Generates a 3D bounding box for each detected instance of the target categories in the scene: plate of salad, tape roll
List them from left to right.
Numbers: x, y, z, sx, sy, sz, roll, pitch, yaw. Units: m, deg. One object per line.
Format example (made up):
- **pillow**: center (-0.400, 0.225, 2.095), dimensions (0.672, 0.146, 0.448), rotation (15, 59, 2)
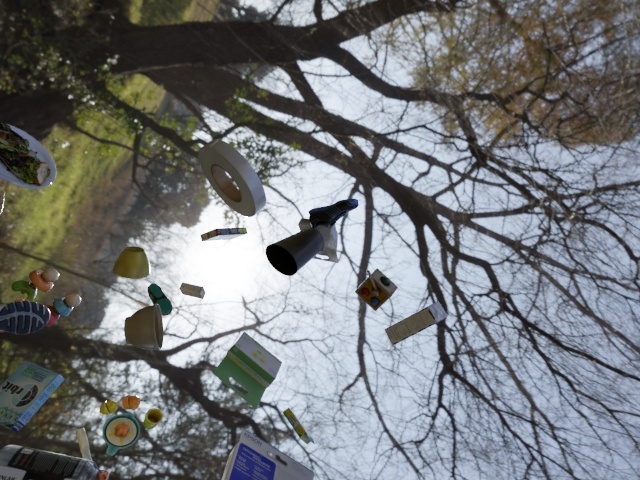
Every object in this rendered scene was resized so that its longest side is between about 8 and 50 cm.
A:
- **plate of salad**: center (-0.763, -0.221, 1.030), dimensions (0.048, 0.200, 0.199), rotation (-31, -140, 18)
- **tape roll**: center (-0.410, -0.281, 1.884), dimensions (0.072, 0.391, 0.392), rotation (-43, -158, -25)

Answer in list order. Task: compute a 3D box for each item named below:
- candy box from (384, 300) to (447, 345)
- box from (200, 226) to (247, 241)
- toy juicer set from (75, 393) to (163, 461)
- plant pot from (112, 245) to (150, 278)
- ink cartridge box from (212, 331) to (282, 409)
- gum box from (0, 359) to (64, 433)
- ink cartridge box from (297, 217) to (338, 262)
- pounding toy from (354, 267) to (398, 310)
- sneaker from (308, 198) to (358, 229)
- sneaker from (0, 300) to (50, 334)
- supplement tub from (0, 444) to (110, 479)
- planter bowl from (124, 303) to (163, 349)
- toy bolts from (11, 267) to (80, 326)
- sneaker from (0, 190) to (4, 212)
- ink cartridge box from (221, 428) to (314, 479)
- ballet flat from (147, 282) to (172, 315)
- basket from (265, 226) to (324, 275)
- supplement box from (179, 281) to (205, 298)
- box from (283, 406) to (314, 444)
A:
- **candy box**: center (0.364, 0.313, 1.549), dimensions (0.196, 0.165, 0.070), rotation (-36, -107, 25)
- **box**: center (-0.464, -0.031, 1.972), dimensions (0.114, 0.207, 0.036), rotation (-17, -96, 31)
- **toy juicer set**: center (-0.793, 0.710, 1.568), dimensions (0.089, 0.209, 0.329), rotation (-54, 167, 28)
- **plant pot**: center (-0.723, 0.077, 1.576), dimensions (0.134, 0.135, 0.095), rotation (40, -62, 59)
- **ink cartridge box**: center (-0.218, 0.392, 1.264), dimensions (0.056, 0.171, 0.235), rotation (-50, -179, 8)
- **gum box**: center (-0.942, 0.486, 1.283), dimensions (0.157, 0.041, 0.184), rotation (13, -133, 18)
- **ink cartridge box**: center (0.000, 0.000, 2.044), dimensions (0.189, 0.232, 0.066), rotation (9, -131, 26)
- **pounding toy**: center (0.208, 0.178, 1.547), dimensions (0.100, 0.130, 0.141), rotation (-37, 168, -52)
- **sneaker**: center (0.063, -0.114, 1.803), dimensions (0.233, 0.081, 0.090), rotation (-16, -110, 10)
- **sneaker**: center (-0.762, 0.181, 0.964), dimensions (0.094, 0.209, 0.081), rotation (0, -94, 36)
- **supplement tub**: center (-0.824, 0.744, 1.220), dimensions (0.193, 0.317, 0.193), rotation (-161, -90, -78)
- **planter bowl**: center (-0.631, 0.313, 1.451), dimensions (0.162, 0.109, 0.161), rotation (175, -90, -78)
- **toy bolts**: center (-1.118, 0.243, 1.682), dimensions (0.159, 0.228, 0.218), rotation (-33, -142, -9)
- **sneaker**: center (-0.965, -0.076, 1.155), dimensions (0.188, 0.071, 0.066), rotation (-40, -123, 24)
- **ink cartridge box**: center (-0.163, 0.780, 1.271), dimensions (0.072, 0.304, 0.307), rotation (-55, -175, 7)
- **ballet flat**: center (-0.657, 0.255, 1.675), dimensions (0.070, 0.070, 0.188), rotation (-54, -129, 16)
- **basket**: center (-0.101, 0.041, 1.872), dimensions (0.205, 0.227, 0.154), rotation (17, -54, 40)
- **supplement box**: center (-0.559, 0.219, 1.784), dimensions (0.062, 0.099, 0.036), rotation (95, 8, -58)
- **box**: center (-0.099, 0.876, 1.907), dimensions (0.043, 0.105, 0.179), rotation (-40, -135, -15)
